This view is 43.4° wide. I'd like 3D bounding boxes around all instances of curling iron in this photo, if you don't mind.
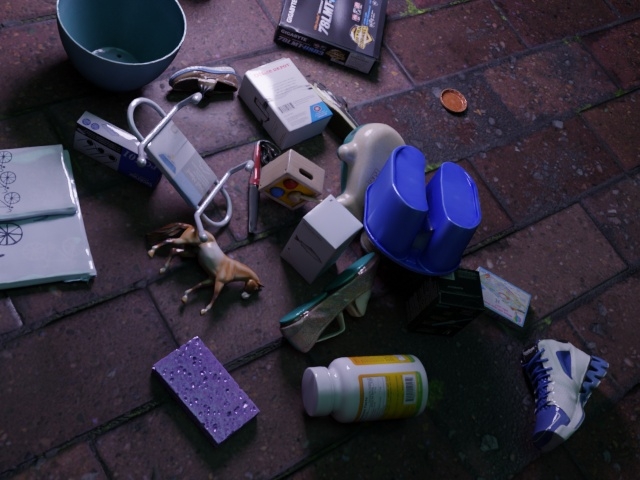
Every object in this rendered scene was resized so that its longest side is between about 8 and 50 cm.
[{"bbox_3d":[-0.145,-0.134,1.942,0.068,0.035,0.274,16,56,-13],"label":"curling iron"}]

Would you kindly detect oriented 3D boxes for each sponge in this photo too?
[{"bbox_3d":[-0.234,0.308,1.645,0.117,0.031,0.210,-35,77,-34],"label":"sponge"}]

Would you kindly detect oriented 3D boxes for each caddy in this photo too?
[{"bbox_3d":[0.225,-0.061,1.841,0.241,0.179,0.341,20,35,-8],"label":"caddy"}]

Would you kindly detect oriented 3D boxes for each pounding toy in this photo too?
[{"bbox_3d":[-0.052,-0.127,1.906,0.141,0.130,0.100,30,51,-31],"label":"pounding toy"}]

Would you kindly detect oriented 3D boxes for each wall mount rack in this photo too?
[{"bbox_3d":[-0.289,-0.154,1.743,0.350,0.130,0.304,52,40,-23],"label":"wall mount rack"}]

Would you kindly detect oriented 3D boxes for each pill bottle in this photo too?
[{"bbox_3d":[0.091,0.315,1.707,0.246,0.136,0.136,1,61,-21],"label":"pill bottle"}]

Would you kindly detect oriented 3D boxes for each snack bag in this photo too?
[{"bbox_3d":[-0.662,-0.045,1.683,0.323,0.037,0.342,-8,64,-26],"label":"snack bag"}]

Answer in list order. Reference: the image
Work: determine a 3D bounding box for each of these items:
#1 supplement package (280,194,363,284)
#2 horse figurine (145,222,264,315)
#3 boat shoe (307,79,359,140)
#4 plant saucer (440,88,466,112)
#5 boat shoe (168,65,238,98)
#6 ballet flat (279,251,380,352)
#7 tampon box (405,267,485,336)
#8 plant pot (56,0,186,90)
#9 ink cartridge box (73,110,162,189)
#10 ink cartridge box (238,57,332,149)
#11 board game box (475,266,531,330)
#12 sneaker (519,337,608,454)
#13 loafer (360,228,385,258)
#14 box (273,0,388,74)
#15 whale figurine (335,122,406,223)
[{"bbox_3d":[0.000,0.000,1.832,0.105,0.179,0.105,45,55,8],"label":"supplement package"},{"bbox_3d":[-0.264,0.048,1.769,0.263,0.066,0.174,47,60,7],"label":"horse figurine"},{"bbox_3d":[0.038,-0.347,2.117,0.223,0.080,0.073,43,60,12],"label":"boat shoe"},{"bbox_3d":[0.384,-0.403,2.329,0.083,0.013,0.083,10,58,-17],"label":"plant saucer"},{"bbox_3d":[-0.289,-0.395,2.023,0.183,0.066,0.066,-14,68,-28],"label":"boat shoe"},{"bbox_3d":[0.039,0.147,1.824,0.316,0.107,0.106,-36,98,-29],"label":"ballet flat"},{"bbox_3d":[0.287,0.143,1.873,0.120,0.161,0.101,10,57,-18],"label":"tampon box"},{"bbox_3d":[-0.480,-0.467,1.909,0.290,0.195,0.290,10,58,-16],"label":"plant pot"},{"bbox_3d":[-0.453,-0.203,1.822,0.207,0.097,0.046,27,53,-4],"label":"ink cartridge box"},{"bbox_3d":[-0.092,-0.352,2.064,0.148,0.086,0.203,-27,73,-32],"label":"ink cartridge box"},{"bbox_3d":[0.447,0.145,2.018,0.154,0.026,0.103,30,54,-3],"label":"board game box"},{"bbox_3d":[0.536,0.339,1.891,0.182,0.127,0.315,39,47,8],"label":"sneaker"},{"bbox_3d":[0.187,-0.053,1.995,0.094,0.087,0.251,39,54,4],"label":"loafer"},{"bbox_3d":[0.036,-0.641,2.300,0.293,0.073,0.295,20,55,-11],"label":"box"},{"bbox_3d":[0.103,-0.165,2.016,0.216,0.141,0.272,37,73,-33],"label":"whale figurine"}]
